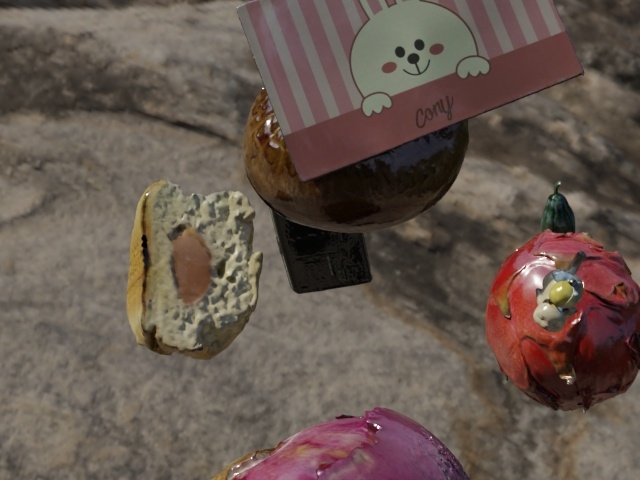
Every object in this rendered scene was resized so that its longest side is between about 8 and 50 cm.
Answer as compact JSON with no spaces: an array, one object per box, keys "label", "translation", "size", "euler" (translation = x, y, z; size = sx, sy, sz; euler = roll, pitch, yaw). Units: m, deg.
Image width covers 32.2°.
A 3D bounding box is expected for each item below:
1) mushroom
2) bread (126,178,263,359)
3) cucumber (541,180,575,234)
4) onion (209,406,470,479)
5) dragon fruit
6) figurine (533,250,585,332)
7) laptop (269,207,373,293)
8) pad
[{"label":"mushroom","translation":[0.032,-0.119,1.192],"size":[0.253,0.153,0.253],"euler":[-11,50,14]},{"label":"bread","translation":[-0.182,0.059,1.619],"size":[0.183,0.224,0.211],"euler":[5,32,-15]},{"label":"cucumber","translation":[0.386,0.006,1.799],"size":[0.056,0.250,0.056],"euler":[-6,43,6]},{"label":"onion","translation":[0.008,0.329,1.072],"size":[0.345,0.358,0.358],"euler":[33,27,-2]},{"label":"dragon fruit","translation":[0.343,0.111,1.540],"size":[0.240,0.252,0.241],"euler":[2,2,0]},{"label":"figurine","translation":[0.243,0.050,1.115],"size":[0.047,0.051,0.083],"euler":[22,44,8]},{"label":"laptop","translation":[0.000,0.000,1.945],"size":[0.153,0.207,0.026],"euler":[-10,31,6]},{"label":"pad","translation":[0.086,-0.200,1.104],"size":[0.005,0.299,0.202],"euler":[61,9,-79]}]
